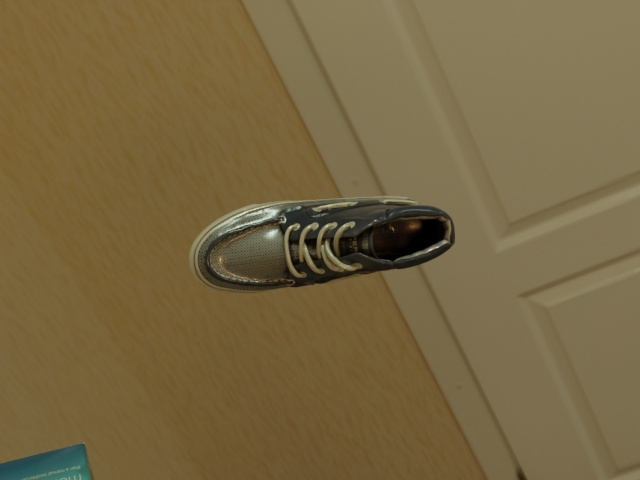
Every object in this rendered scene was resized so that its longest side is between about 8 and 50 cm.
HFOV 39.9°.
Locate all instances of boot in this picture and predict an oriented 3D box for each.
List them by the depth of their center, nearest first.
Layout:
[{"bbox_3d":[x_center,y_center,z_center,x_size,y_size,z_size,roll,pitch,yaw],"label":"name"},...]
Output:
[{"bbox_3d":[0.000,0.000,0.650,0.190,0.069,0.086,-13,7,-14],"label":"boot"}]

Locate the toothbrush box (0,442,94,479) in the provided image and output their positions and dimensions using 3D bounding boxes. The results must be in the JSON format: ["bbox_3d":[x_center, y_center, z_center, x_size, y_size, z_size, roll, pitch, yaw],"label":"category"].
[{"bbox_3d":[-0.367,0.423,1.074,0.216,0.126,0.295,-11,45,-14],"label":"toothbrush box"}]
